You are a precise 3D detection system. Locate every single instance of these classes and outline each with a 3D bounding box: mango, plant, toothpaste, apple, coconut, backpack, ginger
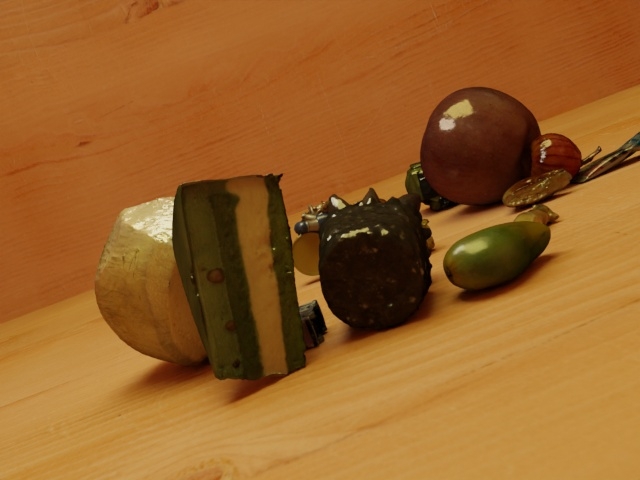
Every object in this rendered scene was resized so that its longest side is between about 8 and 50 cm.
[{"bbox_3d":[0.256,0.022,1.151,0.122,0.086,0.191,-28,-9,42],"label":"mango"},{"bbox_3d":[0.090,0.028,1.239,0.181,0.194,0.321,-6,14,10],"label":"plant"},{"bbox_3d":[0.673,-0.192,1.739,0.266,0.061,0.096,-27,7,-3],"label":"toothpaste"},{"bbox_3d":[0.382,-0.217,1.844,0.235,0.306,0.305,16,28,33],"label":"apple"},{"bbox_3d":[-0.246,0.064,1.362,0.297,0.297,0.254,-26,30,-38],"label":"coconut"},{"bbox_3d":[0.353,-0.166,2.095,0.253,0.140,0.207,-13,7,5],"label":"backpack"},{"bbox_3d":[0.383,-0.038,1.398,0.137,0.044,0.057,-26,-9,-48],"label":"ginger"}]

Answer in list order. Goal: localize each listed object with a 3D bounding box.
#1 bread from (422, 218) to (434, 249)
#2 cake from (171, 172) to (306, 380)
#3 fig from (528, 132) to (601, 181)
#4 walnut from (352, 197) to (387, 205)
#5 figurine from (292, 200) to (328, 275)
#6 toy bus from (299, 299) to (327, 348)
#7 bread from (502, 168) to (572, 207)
[{"bbox_3d":[0.154,0.007,1.579,0.127,0.069,0.140,-25,12,-27],"label":"bread"},{"bbox_3d":[-0.121,0.065,1.141,0.158,0.284,0.172,-7,-11,-19],"label":"cake"},{"bbox_3d":[0.527,-0.182,1.743,0.150,0.128,0.128,-20,6,-24],"label":"fig"},{"bbox_3d":[0.102,-0.045,1.978,0.207,0.116,0.115,-25,9,-34],"label":"walnut"},{"bbox_3d":[0.007,-0.006,1.792,0.158,0.161,0.275,-40,1,6],"label":"figurine"},{"bbox_3d":[-0.025,0.132,1.207,0.058,0.052,0.102,-18,9,9],"label":"toy bus"},{"bbox_3d":[0.438,-0.100,1.659,0.136,0.054,0.154,-25,2,-30],"label":"bread"}]
